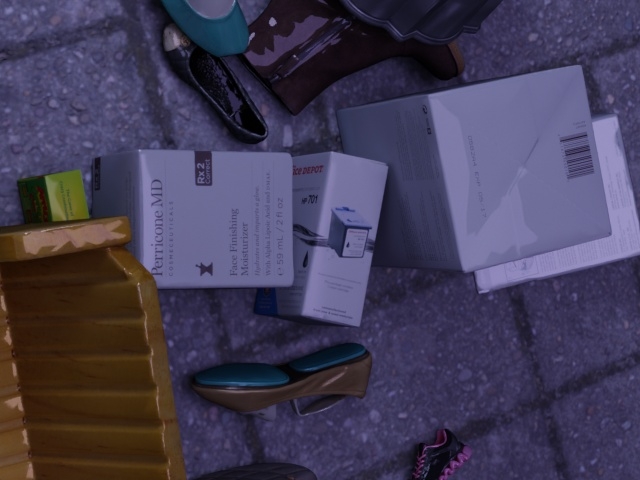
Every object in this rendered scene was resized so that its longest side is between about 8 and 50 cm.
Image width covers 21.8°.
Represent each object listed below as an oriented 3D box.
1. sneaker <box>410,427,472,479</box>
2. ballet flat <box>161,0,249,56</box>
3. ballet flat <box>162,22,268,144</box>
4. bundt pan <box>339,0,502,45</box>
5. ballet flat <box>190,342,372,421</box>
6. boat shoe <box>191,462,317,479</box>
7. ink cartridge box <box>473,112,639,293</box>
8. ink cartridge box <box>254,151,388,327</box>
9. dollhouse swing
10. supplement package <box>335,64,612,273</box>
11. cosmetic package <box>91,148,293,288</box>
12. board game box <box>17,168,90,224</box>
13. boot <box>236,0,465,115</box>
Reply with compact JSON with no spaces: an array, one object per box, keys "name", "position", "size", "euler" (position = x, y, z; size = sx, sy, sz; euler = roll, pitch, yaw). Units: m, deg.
[{"name":"sneaker","position":[0.131,0.277,2.034],"size":[0.119,0.047,0.057],"euler":[-43,102,-29]},{"name":"ballet flat","position":[-0.153,-0.312,1.845],"size":[0.083,0.087,0.247],"euler":[-42,100,-30]},{"name":"ballet flat","position":[-0.116,-0.183,1.902],"size":[0.057,0.049,0.173],"euler":[-48,110,-21]},{"name":"bundt pan","position":[0.121,-0.402,1.931],"size":[0.330,0.124,0.331],"euler":[15,61,-30]},{"name":"ballet flat","position":[-0.040,0.175,1.926],"size":[0.232,0.080,0.073],"euler":[-8,108,-26]},{"name":"boat shoe","position":[-0.143,0.350,1.853],"size":[0.324,0.123,0.116],"euler":[-23,107,-20]},{"name":"ink cartridge box","position":[0.287,-0.049,2.125],"size":[0.232,0.066,0.189],"euler":[-13,96,-6]},{"name":"ink cartridge box","position":[0.000,0.000,1.910],"size":[0.082,0.139,0.191],"euler":[11,84,-25]},{"name":"dollhouse swing","position":[-0.362,0.173,1.647],"size":[0.305,0.315,0.347],"euler":[-12,96,-48]},{"name":"supplement package","position":[0.172,-0.082,1.923],"size":[0.198,0.262,0.199],"euler":[-13,96,-21]},{"name":"cosmetic package","position":[-0.143,-0.021,1.828],"size":[0.183,0.151,0.151],"euler":[-1,89,-28]},{"name":"board game box","position":[-0.277,0.018,1.791],"size":[0.043,0.092,0.181],"euler":[-13,95,-28]},{"name":"boot","position":[0.034,-0.225,1.980],"size":[0.248,0.090,0.207],"euler":[43,83,-22]}]
